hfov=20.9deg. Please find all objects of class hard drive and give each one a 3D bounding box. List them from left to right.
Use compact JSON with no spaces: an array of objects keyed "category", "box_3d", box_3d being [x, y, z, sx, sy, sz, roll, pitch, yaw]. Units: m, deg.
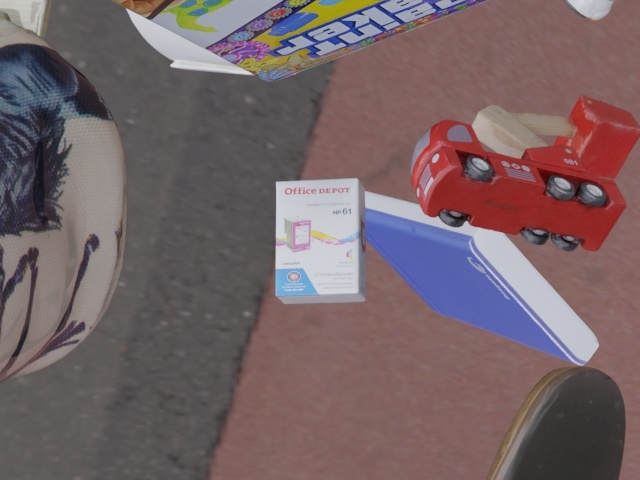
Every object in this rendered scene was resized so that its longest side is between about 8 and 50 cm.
[{"category":"hard drive","box_3d":[0.164,0.037,2.011,0.040,0.210,0.318,-49,24,-11]}]

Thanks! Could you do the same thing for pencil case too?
[{"category":"pencil case","box_3d":[-0.226,-0.002,0.619,0.160,0.410,0.184,-2,97,22]}]

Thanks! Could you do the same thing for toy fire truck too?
[{"category":"toy fire truck","box_3d":[0.141,-0.055,1.175,0.135,0.192,0.047,-108,37,-49]}]

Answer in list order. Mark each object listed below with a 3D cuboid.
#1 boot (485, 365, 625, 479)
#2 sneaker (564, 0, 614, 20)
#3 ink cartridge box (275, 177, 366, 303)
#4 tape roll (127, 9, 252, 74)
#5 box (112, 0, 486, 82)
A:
[{"category":"boot","box_3d":[0.135,0.213,1.299,0.115,0.112,0.305,51,131,55]},{"category":"sneaker","box_3d":[0.255,-0.367,1.819,0.121,0.099,0.262,-36,97,26]},{"category":"ink cartridge box","box_3d":[0.000,0.000,1.783,0.088,0.052,0.122,-2,77,10]},{"category":"tape roll","box_3d":[-0.064,-0.288,1.539,0.100,0.286,0.286,8,87,30]},{"category":"box","box_3d":[-0.033,-0.244,0.620,0.177,0.279,0.290,-19,76,19]}]
